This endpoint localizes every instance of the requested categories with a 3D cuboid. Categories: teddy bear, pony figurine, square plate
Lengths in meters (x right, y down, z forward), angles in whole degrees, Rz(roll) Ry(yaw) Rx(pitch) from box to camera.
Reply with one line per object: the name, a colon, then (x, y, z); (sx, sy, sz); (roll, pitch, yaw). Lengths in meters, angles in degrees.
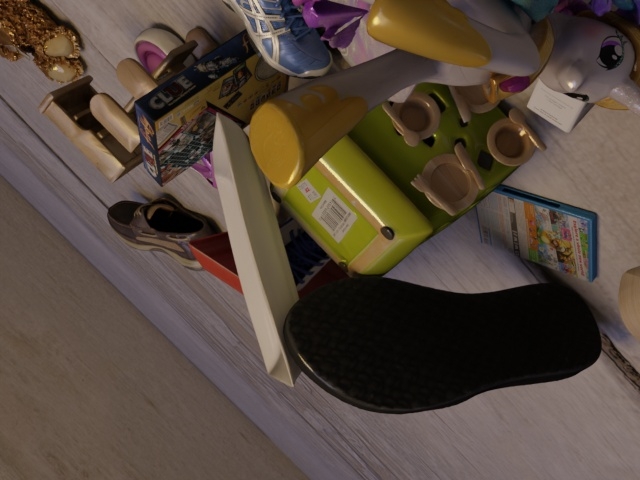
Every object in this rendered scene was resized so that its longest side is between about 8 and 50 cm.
teddy bear: (-0.629, -0.456, 1.524); (0.338, 0.113, 0.245); (26, 158, 17)
pony figurine: (0.068, -0.192, 0.535); (0.351, 0.363, 0.303); (57, 137, 28)
square plate: (-0.088, 0.025, 1.041); (0.344, 0.049, 0.347); (140, 114, -78)

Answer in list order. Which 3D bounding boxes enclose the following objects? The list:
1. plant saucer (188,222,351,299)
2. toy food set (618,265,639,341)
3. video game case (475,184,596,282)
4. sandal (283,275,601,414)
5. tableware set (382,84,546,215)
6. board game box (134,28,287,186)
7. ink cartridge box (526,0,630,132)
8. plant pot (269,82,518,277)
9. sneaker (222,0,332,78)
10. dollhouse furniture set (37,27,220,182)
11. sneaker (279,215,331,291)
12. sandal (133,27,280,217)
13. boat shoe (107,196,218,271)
plant saucer: (-0.071, 0.058, 1.339); (0.259, 0.258, 0.048); (31, 115, 24)
toy food set: (0.501, 0.111, 0.777); (0.306, 0.092, 0.220); (37, 155, -6)
video game case: (0.280, -0.014, 0.967); (0.166, 0.015, 0.119); (23, 148, 36)
sandal: (0.159, 0.142, 0.944); (0.107, 0.445, 0.168); (127, 140, -53)
tableware set: (0.156, -0.119, 0.799); (0.141, 0.168, 0.020); (56, 167, 6)
board game box: (-0.145, -0.195, 1.030); (0.042, 0.243, 0.165); (44, 156, 14)
ink cartridge box: (0.249, -0.173, 0.673); (0.052, 0.088, 0.122); (38, 154, 16)
plant pot: (0.077, -0.089, 0.904); (0.227, 0.207, 0.228); (47, 154, 4)
sneaker: (-0.062, -0.296, 0.947); (0.211, 0.080, 0.081); (46, 157, -8)
dollhouse furniture set: (-0.291, -0.232, 1.131); (0.161, 0.212, 0.242); (47, 123, -7)
sneaker: (-0.001, 0.000, 1.203); (0.127, 0.182, 0.315); (45, 156, -11)
sandal: (-0.223, -0.181, 1.334); (0.169, 0.102, 0.416); (7, 136, 52)
boat shoe: (-0.379, -0.046, 1.781); (0.355, 0.132, 0.130); (18, 136, 27)
